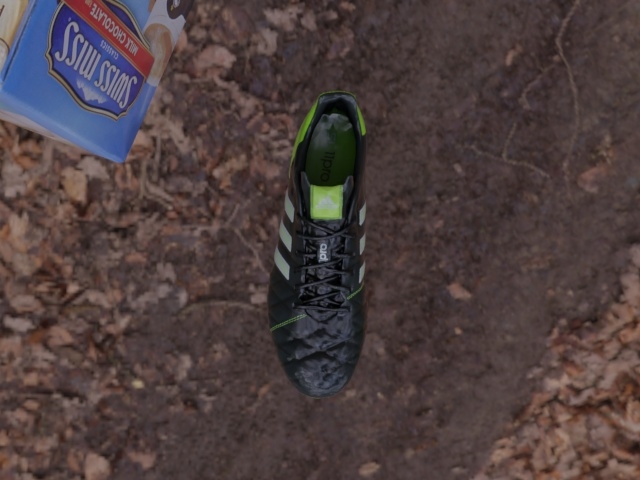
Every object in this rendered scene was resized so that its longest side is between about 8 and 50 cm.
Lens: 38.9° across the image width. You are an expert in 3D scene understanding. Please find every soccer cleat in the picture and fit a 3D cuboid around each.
[{"bbox_3d":[0.000,0.000,0.526,0.060,0.179,0.072,3,166,0],"label":"soccer cleat"}]

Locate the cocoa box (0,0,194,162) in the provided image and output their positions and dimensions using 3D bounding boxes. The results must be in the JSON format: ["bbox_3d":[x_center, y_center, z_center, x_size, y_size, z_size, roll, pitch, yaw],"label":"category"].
[{"bbox_3d":[-0.279,-0.231,0.633,0.347,0.228,0.231,21,176,8],"label":"cocoa box"}]
